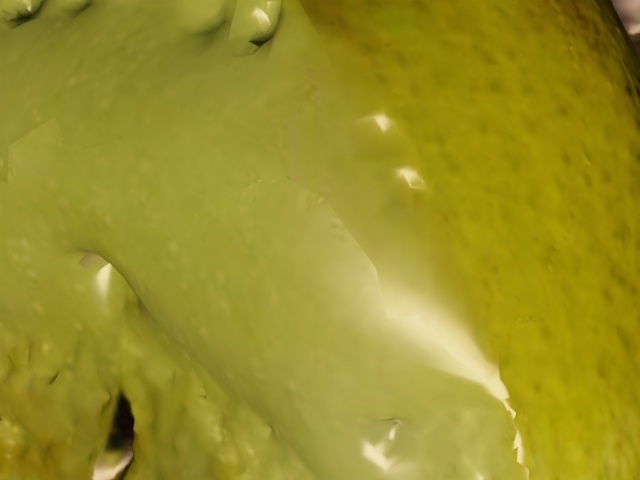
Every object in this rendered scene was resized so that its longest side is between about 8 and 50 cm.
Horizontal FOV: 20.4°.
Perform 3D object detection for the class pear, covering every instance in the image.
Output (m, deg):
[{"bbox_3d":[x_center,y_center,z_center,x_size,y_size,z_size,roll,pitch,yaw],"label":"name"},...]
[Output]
[{"bbox_3d":[0.000,0.000,0.673,0.342,0.238,0.318,21,116,31],"label":"pear"}]

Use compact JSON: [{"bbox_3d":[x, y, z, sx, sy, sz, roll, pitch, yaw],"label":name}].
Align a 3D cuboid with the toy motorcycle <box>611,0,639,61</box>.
[{"bbox_3d":[0.207,-0.117,0.723,0.237,0.168,0.410,-26,116,16],"label":"toy motorcycle"}]
